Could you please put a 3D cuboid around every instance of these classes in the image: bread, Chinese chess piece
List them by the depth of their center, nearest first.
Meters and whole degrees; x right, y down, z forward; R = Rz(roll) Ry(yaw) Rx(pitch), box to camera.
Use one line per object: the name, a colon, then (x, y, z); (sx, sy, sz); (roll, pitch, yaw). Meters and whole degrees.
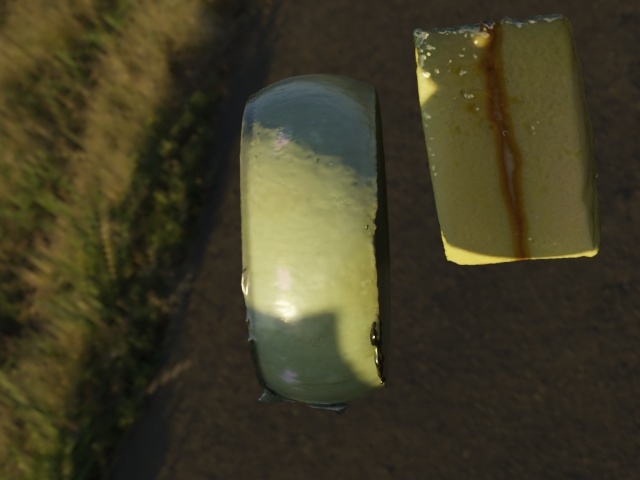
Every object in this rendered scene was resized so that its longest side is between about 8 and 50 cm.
Chinese chess piece: (0.000, 0.000, 1.126); (0.092, 0.237, 0.237); (-2, 44, 3)
bread: (0.181, -0.091, 1.605); (0.168, 0.264, 0.163); (-6, 70, 12)
